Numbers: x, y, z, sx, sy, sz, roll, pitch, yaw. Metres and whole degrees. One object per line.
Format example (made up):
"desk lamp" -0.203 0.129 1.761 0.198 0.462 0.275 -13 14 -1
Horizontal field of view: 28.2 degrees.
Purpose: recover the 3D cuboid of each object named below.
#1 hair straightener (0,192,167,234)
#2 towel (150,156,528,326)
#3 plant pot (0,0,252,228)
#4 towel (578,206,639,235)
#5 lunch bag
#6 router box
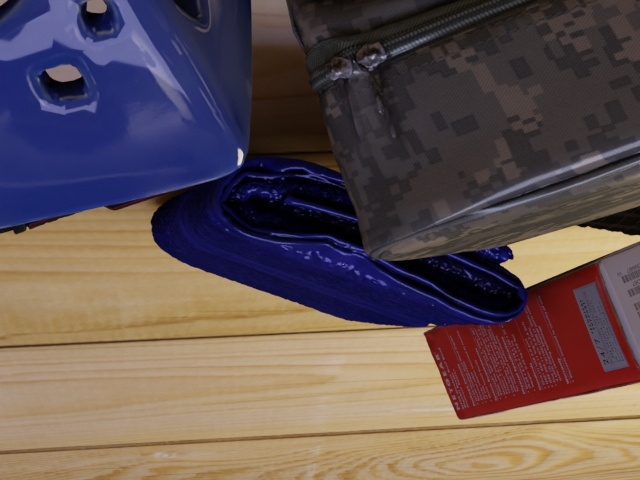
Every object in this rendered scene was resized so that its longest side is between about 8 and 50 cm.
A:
"hair straightener" -0.200 -0.053 0.986 0.230 0.047 0.089 -12 153 24
"towel" 0.000 0.000 0.961 0.227 0.076 0.308 21 171 -14
"plant pot" -0.165 -0.149 0.449 0.236 0.236 0.212 -11 145 10
"towel" 0.204 -0.094 0.878 0.283 0.121 0.235 9 151 -27
"lunch bag" 0.128 -0.147 0.618 0.305 0.256 0.212 -18 172 23
"router box" 0.287 0.027 0.977 0.335 0.082 0.301 -20 174 -20
